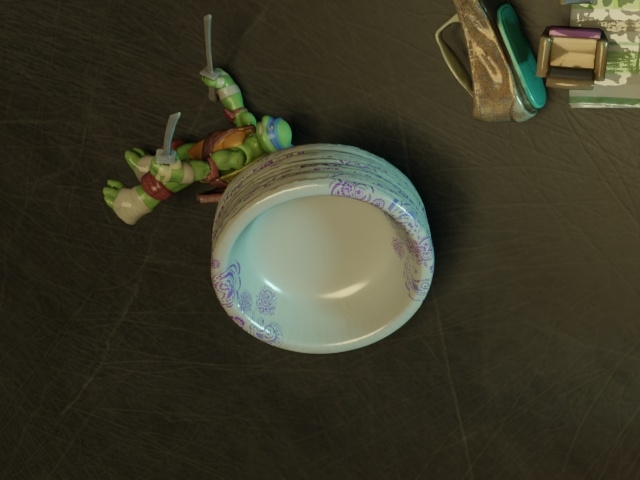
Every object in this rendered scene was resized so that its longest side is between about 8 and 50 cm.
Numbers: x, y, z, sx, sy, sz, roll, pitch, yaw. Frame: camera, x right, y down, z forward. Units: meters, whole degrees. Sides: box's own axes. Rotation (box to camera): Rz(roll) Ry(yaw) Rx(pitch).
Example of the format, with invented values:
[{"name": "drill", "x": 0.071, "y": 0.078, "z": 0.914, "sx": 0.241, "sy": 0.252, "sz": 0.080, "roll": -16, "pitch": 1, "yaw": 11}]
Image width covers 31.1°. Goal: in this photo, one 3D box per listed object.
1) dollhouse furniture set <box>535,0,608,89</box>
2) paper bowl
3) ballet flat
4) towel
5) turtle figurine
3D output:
[{"name": "dollhouse furniture set", "x": 0.385, "y": -0.301, "z": 1.218, "sx": 0.286, "sy": 0.198, "sz": 0.303, "roll": 6, "pitch": 112, "yaw": 11}, {"name": "paper bowl", "x": 0.000, "y": 0.000, "z": 1.500, "sx": 0.284, "sy": 0.148, "sz": 0.284, "roll": -2, "pitch": 128, "yaw": -3}, {"name": "ballet flat", "x": 0.180, "y": -0.289, "z": 1.405, "sx": 0.106, "sy": 0.107, "sz": 0.316, "roll": -12, "pitch": 98, "yaw": 33}, {"name": "towel", "x": 0.354, "y": -0.233, "z": 1.386, "sx": 0.113, "sy": 0.023, "sz": 0.152, "roll": 3, "pitch": 106, "yaw": 22}, {"name": "turtle figurine", "x": -0.190, "y": -0.149, "z": 1.557, "sx": 0.266, "sy": 0.274, "sz": 0.198, "roll": -25, "pitch": 59, "yaw": 31}]
